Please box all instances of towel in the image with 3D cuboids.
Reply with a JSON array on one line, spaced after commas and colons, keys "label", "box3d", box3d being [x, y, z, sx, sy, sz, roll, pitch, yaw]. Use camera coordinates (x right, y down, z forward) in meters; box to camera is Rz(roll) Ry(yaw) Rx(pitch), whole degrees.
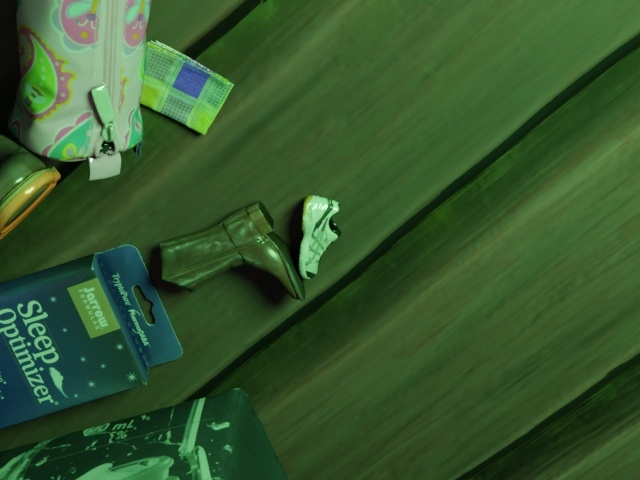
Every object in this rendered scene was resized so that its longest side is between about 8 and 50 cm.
[{"label": "towel", "box3d": [-0.124, -0.132, 1.294, 0.083, 0.009, 0.060, 27, 116, -11]}]

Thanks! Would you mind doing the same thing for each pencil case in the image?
[{"label": "pencil case", "box3d": [-0.185, -0.197, 1.196, 0.124, 0.124, 0.284, 9, 117, -2]}]

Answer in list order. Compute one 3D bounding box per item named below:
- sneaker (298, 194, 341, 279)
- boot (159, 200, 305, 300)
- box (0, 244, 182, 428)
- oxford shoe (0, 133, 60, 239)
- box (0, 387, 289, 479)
[{"label": "sneaker", "box3d": [0.000, 0.000, 1.347, 0.036, 0.032, 0.083, 6, 120, 0]}, {"label": "boot", "box3d": [-0.083, 0.029, 1.365, 0.114, 0.037, 0.106, -25, 102, 13]}, {"label": "box", "box3d": [-0.257, 0.095, 1.403, 0.225, 0.036, 0.136, -18, 116, 5]}, {"label": "oxford shoe", "box3d": [-0.288, -0.052, 1.216, 0.097, 0.271, 0.098, -45, 108, -16]}, {"label": "box", "box3d": [-0.258, 0.432, 1.351, 0.479, 0.472, 0.297, -16, 116, 12]}]
